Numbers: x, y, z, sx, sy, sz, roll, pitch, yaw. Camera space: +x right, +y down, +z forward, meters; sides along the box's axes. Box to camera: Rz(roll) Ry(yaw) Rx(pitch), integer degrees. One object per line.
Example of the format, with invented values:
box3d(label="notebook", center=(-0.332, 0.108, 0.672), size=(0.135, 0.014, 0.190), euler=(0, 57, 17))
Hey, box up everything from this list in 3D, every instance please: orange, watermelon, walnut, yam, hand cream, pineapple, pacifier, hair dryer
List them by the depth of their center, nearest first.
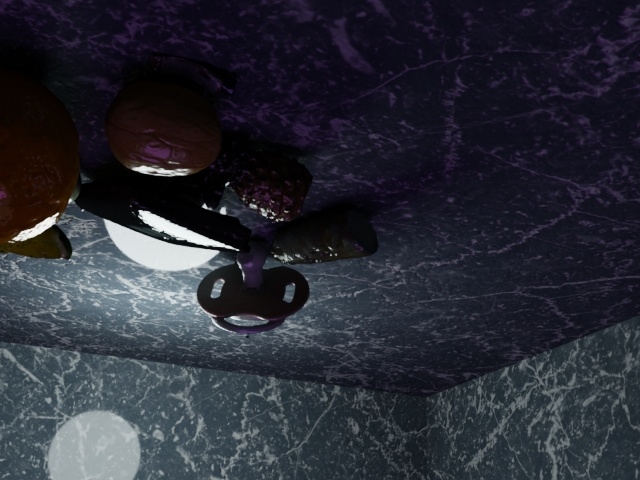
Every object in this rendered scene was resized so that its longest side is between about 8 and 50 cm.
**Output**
box3d(label="hand cream", center=(-0.238, -0.309, 1.431), size=(0.163, 0.039, 0.062), euler=(15, 157, -11))
box3d(label="orange", center=(-0.608, -0.158, 1.458), size=(0.293, 0.340, 0.340), euler=(6, 159, -36))
box3d(label="walnut", center=(-0.298, -0.213, 1.466), size=(0.225, 0.193, 0.193), euler=(11, 156, -16))
box3d(label="pineapple", center=(-0.157, -0.156, 1.667), size=(0.278, 0.158, 0.158), euler=(30, 147, -24))
box3d(label="hair dryer", center=(-0.266, -0.111, 1.715), size=(0.124, 0.071, 0.219), euler=(12, -162, -23))
box3d(label="yam", center=(0.000, 0.000, 2.006), size=(0.330, 0.133, 0.133), euler=(-12, 153, 41))
box3d(label="watermelon", center=(-0.801, -0.009, 2.068), size=(0.301, 0.129, 0.123), euler=(6, 156, 9))
box3d(label="pacifier", center=(-0.198, 0.131, 2.222), size=(0.332, 0.273, 0.220), euler=(3, -179, 7))

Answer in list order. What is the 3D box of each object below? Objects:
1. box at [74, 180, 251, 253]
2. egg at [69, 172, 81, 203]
box3d(label="box", center=(-0.376, -0.057, 1.841), size=(0.359, 0.091, 0.350), euler=(22, 169, -39))
box3d(label="egg", center=(-0.612, -0.136, 1.769), size=(0.114, 0.114, 0.152), euler=(4, 160, -3))
